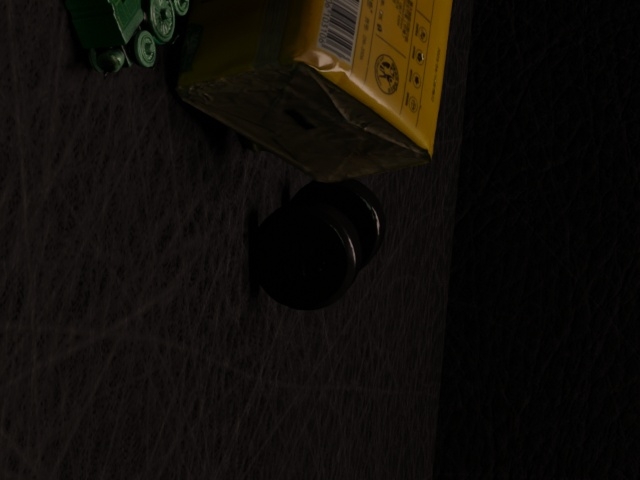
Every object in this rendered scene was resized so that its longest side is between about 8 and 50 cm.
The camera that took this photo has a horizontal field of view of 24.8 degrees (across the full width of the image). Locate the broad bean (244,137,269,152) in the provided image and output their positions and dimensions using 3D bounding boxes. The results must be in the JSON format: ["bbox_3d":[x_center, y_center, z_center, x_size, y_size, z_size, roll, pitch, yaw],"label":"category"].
[{"bbox_3d":[-0.084,-0.154,1.952,0.063,0.045,0.083,-69,150,-53],"label":"broad bean"}]

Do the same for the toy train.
[{"bbox_3d":[-0.191,-0.242,1.465,0.178,0.071,0.104,-68,146,-48],"label":"toy train"}]

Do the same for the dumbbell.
[{"bbox_3d":[0.000,0.000,2.097,0.218,0.153,0.152,-46,138,-69],"label":"dumbbell"}]

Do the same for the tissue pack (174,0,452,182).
[{"bbox_3d":[0.008,-0.303,1.786,0.293,0.228,0.381,30,61,-44],"label":"tissue pack"}]
